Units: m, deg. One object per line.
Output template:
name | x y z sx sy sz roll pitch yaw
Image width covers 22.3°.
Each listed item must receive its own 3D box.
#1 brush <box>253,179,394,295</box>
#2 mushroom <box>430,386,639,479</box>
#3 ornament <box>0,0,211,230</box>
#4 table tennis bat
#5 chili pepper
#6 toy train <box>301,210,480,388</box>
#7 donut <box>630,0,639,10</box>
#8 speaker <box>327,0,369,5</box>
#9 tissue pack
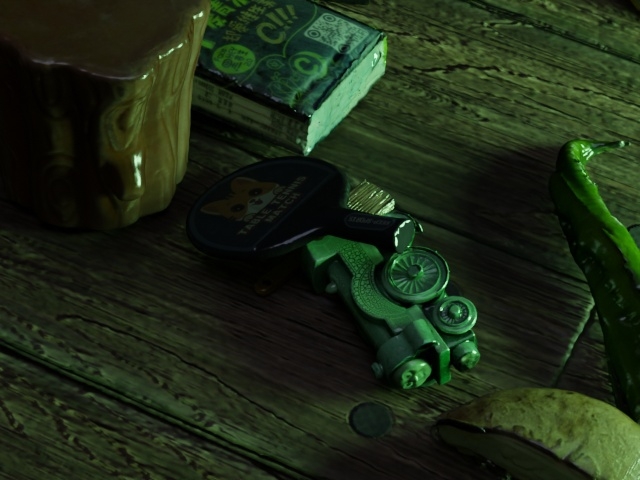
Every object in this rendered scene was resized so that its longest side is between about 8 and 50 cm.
brush | 0.000 0.000 1.479 0.043 0.014 0.170 35 55 25
mushroom | 0.199 0.168 1.312 0.209 0.072 0.094 28 48 19
ornament | -0.200 -0.136 1.443 0.235 0.218 0.221 -22 54 -23
table tennis bat | -0.017 -0.023 1.437 0.236 0.027 0.150 13 44 40
chili pepper | 0.268 0.027 1.448 0.084 0.076 0.359 -19 49 12
toy train | 0.065 0.052 1.403 0.104 0.071 0.178 -24 53 -14
donut | 0.398 -0.286 1.731 0.174 0.068 0.175 1 49 -1
speaker | 0.021 -0.344 1.761 0.082 0.044 0.218 5 48 0
tissue pack | -0.073 -0.185 1.591 0.235 0.073 0.173 23 45 15
